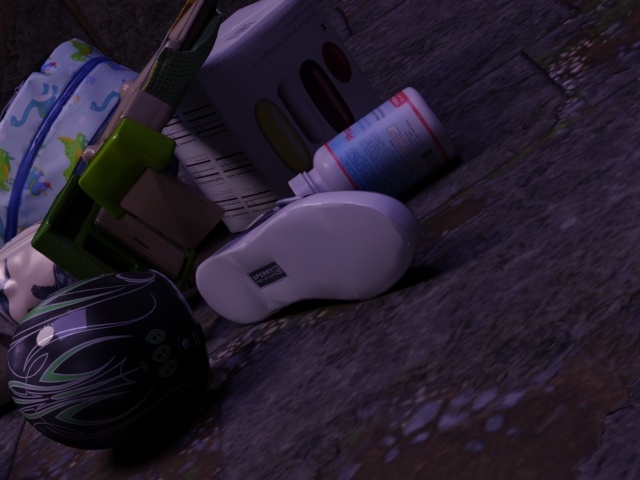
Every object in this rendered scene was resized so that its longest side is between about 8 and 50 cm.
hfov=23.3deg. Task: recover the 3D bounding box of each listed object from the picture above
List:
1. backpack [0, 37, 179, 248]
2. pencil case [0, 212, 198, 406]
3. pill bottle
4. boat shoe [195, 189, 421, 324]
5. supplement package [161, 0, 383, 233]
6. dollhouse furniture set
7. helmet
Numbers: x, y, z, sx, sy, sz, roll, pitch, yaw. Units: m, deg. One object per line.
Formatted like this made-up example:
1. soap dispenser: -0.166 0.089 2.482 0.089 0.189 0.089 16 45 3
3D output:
1. backpack: -0.299 -0.088 1.925 0.273 0.355 0.290 25 55 21
2. pencil case: -0.341 0.073 1.755 0.410 0.183 0.160 -29 18 22
3. pill bottle: 0.051 -0.078 1.571 0.160 0.087 0.087 -34 16 1
4. boat shoe: 0.000 0.000 1.439 0.102 0.108 0.301 -48 13 -34
5. supplement package: -0.062 -0.150 1.795 0.194 0.203 0.149 -45 19 -29
6. dollhouse furniture set: -0.143 -0.095 1.581 0.197 0.151 0.301 -46 16 37
7. helmet: -0.199 0.111 1.400 0.162 0.169 0.169 -24 10 -25
